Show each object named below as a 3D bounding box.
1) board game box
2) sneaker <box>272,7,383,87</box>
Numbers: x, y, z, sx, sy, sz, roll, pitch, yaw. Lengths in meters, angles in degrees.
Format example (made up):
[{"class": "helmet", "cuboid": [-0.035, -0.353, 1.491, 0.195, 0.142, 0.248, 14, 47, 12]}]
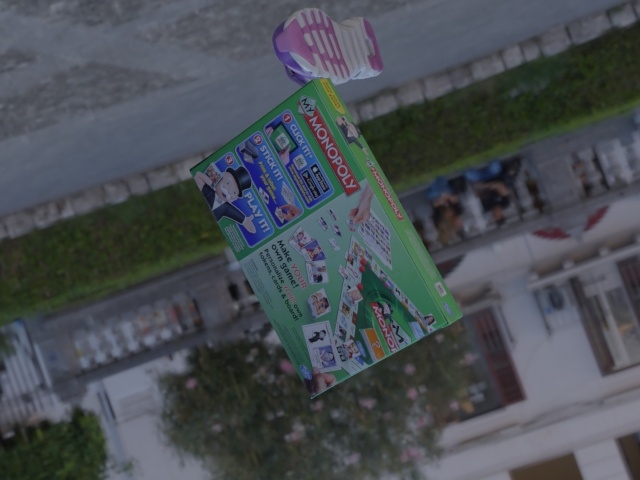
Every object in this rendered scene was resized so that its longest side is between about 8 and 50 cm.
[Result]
[{"class": "board game box", "cuboid": [0.000, 0.000, 1.291, 0.213, 0.317, 0.046, -32, 173, 29]}, {"class": "sneaker", "cuboid": [-0.008, -0.233, 1.396, 0.104, 0.095, 0.236, -15, 180, 25]}]
